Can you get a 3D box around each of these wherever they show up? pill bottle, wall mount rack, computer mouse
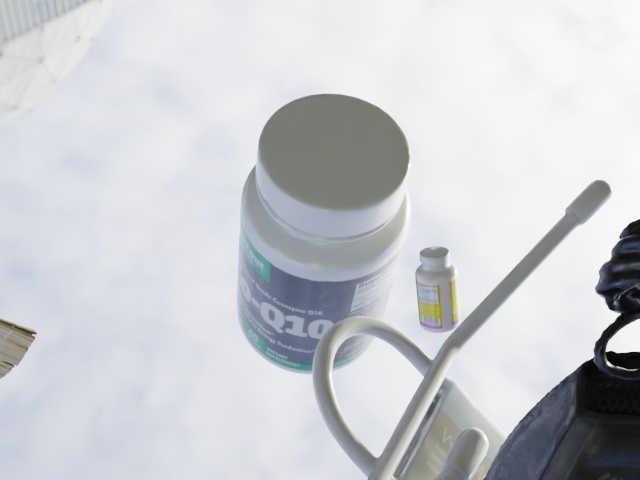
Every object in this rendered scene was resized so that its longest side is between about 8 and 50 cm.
[{"bbox_3d":[0.120,0.049,1.027,0.043,0.083,0.043,-6,-157,3],"label":"pill bottle"},{"bbox_3d":[0.173,0.137,0.656,0.350,0.130,0.304,47,-138,-7],"label":"wall mount rack"},{"bbox_3d":[0.146,0.123,0.470,0.188,0.272,0.072,26,-160,-11],"label":"computer mouse"},{"bbox_3d":[0.000,0.000,1.246,0.204,0.361,0.204,3,-125,-4],"label":"pill bottle"}]

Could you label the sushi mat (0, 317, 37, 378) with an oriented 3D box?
[{"bbox_3d":[-0.434,0.057,0.950,0.316,0.151,0.019,27,-129,-24],"label":"sushi mat"}]
